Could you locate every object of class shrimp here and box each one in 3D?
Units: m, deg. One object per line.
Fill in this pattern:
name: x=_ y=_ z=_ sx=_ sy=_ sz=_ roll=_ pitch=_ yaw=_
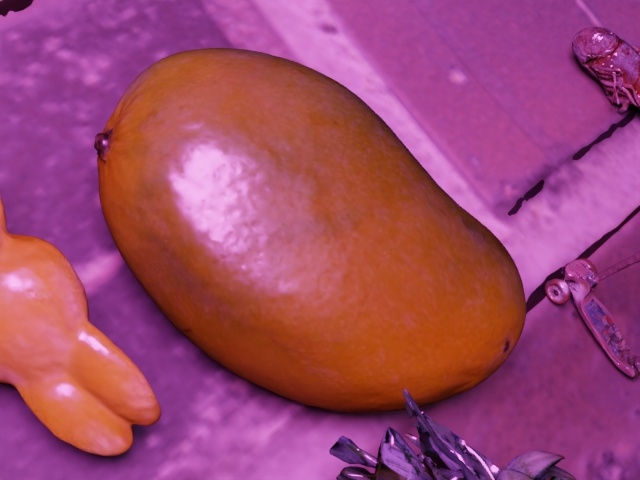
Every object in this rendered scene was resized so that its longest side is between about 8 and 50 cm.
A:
shrimp: x=0.175 y=-0.084 z=0.631 sx=0.092 sy=0.029 sz=0.038 roll=21 pitch=58 yaw=-21

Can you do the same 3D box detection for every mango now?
mango: x=-0.003 y=0.001 z=0.464 sx=0.191 sy=0.085 sz=0.122 roll=39 pitch=52 yaw=-4

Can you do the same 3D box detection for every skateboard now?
skateboard: x=0.150 y=0.025 z=0.531 sx=0.032 sy=0.083 sz=0.063 roll=-31 pitch=83 yaw=-35

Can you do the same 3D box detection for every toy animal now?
toy animal: x=-0.125 y=0.019 z=0.415 sx=0.159 sy=0.083 sz=0.070 roll=42 pitch=28 yaw=-16

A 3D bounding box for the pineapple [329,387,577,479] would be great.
pineapple: x=0.100 y=0.140 z=0.446 sx=0.221 sy=0.083 sz=0.103 roll=24 pitch=87 yaw=-18
